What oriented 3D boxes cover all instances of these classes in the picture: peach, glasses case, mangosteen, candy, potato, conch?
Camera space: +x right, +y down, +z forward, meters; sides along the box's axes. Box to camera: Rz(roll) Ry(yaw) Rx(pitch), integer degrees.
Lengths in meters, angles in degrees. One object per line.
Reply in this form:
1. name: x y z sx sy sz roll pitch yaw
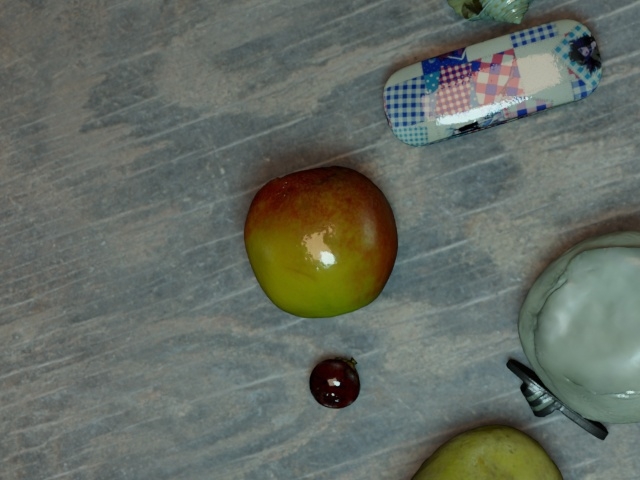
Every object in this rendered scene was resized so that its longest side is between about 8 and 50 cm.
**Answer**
1. peach: 0.000 0.000 1.692 0.231 0.231 0.231 0 89 10
2. glasses case: 0.254 -0.235 1.713 0.327 0.076 0.125 -16 85 9
3. mangosteen: 0.021 0.217 1.752 0.081 0.081 0.081 0 89 10
4. candy: 0.431 0.121 1.625 0.295 0.185 0.296 3 98 24
5. potato: 0.265 0.462 1.632 0.296 0.290 0.397 -44 103 -21
6. conch: 0.254 -0.380 1.703 0.135 0.102 0.153 -32 51 19

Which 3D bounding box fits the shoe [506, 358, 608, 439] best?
1. shoe: 0.340 0.248 1.698 0.179 0.071 0.049 37 99 4
